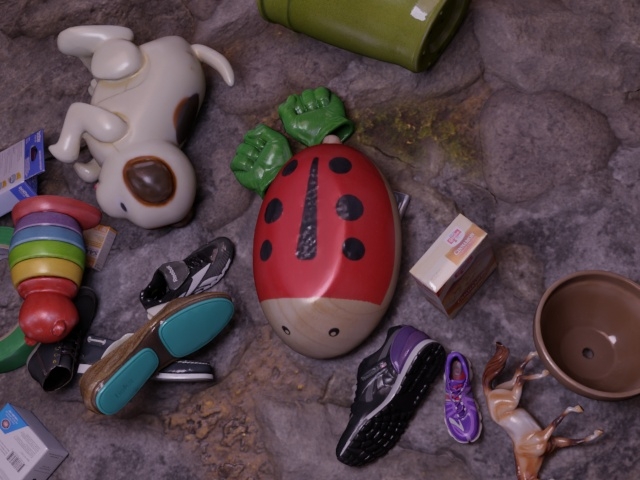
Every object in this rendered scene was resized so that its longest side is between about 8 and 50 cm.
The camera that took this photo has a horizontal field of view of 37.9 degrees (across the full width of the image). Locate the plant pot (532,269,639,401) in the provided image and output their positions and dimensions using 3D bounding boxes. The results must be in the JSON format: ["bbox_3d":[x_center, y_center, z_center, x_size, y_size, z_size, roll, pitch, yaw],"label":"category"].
[{"bbox_3d":[0.482,0.180,1.634,0.237,0.109,0.237,1,60,-2],"label":"plant pot"}]

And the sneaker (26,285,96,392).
[{"bbox_3d":[-0.520,0.208,1.938,0.118,0.083,0.222,30,90,54],"label":"sneaker"}]

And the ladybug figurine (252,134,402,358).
[{"bbox_3d":[0.000,0.000,1.812,0.305,0.162,0.449,-4,73,17],"label":"ladybug figurine"}]

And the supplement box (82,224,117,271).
[{"bbox_3d":[-0.498,0.014,2.051,0.062,0.036,0.098,13,75,21],"label":"supplement box"}]

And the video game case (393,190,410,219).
[{"bbox_3d":[0.070,-0.029,1.904,0.173,0.022,0.190,18,76,22],"label":"video game case"}]

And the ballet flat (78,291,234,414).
[{"bbox_3d":[-0.327,0.197,1.796,0.342,0.116,0.124,-42,40,-22],"label":"ballet flat"}]

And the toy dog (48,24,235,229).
[{"bbox_3d":[-0.372,-0.217,2.001,0.396,0.284,0.407,-4,69,-4],"label":"toy dog"}]

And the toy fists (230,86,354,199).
[{"bbox_3d":[-0.069,-0.217,1.978,0.279,0.096,0.142,-41,63,0],"label":"toy fists"}]

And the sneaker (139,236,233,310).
[{"bbox_3d":[-0.280,0.072,1.925,0.234,0.106,0.078,-40,65,-1],"label":"sneaker"}]

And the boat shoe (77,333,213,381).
[{"bbox_3d":[-0.354,0.236,1.882,0.303,0.114,0.091,2,76,17],"label":"boat shoe"}]

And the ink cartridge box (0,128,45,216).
[{"bbox_3d":[-0.750,-0.119,2.129,0.311,0.065,0.185,-30,40,6],"label":"ink cartridge box"}]

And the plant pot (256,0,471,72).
[{"bbox_3d":[0.118,-0.533,1.925,0.353,0.366,0.366,33,82,13],"label":"plant pot"}]

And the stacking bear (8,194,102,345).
[{"bbox_3d":[-0.550,0.070,1.890,0.175,0.164,0.289,-18,62,22],"label":"stacking bear"}]

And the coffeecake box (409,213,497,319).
[{"bbox_3d":[0.250,0.052,1.728,0.068,0.185,0.142,40,85,25],"label":"coffeecake box"}]

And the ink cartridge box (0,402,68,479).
[{"bbox_3d":[-0.642,0.460,1.898,0.148,0.086,0.203,39,85,26],"label":"ink cartridge box"}]

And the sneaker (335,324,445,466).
[{"bbox_3d":[0.110,0.287,1.747,0.283,0.107,0.124,-53,43,-4],"label":"sneaker"}]

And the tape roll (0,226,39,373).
[{"bbox_3d":[-0.716,0.130,2.051,0.321,0.077,0.321,-6,68,15],"label":"tape roll"}]

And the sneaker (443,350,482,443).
[{"bbox_3d":[0.250,0.285,1.704,0.068,0.071,0.169,-13,68,12],"label":"sneaker"}]

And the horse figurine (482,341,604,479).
[{"bbox_3d":[0.368,0.308,1.653,0.174,0.066,0.263,-42,71,20],"label":"horse figurine"}]
